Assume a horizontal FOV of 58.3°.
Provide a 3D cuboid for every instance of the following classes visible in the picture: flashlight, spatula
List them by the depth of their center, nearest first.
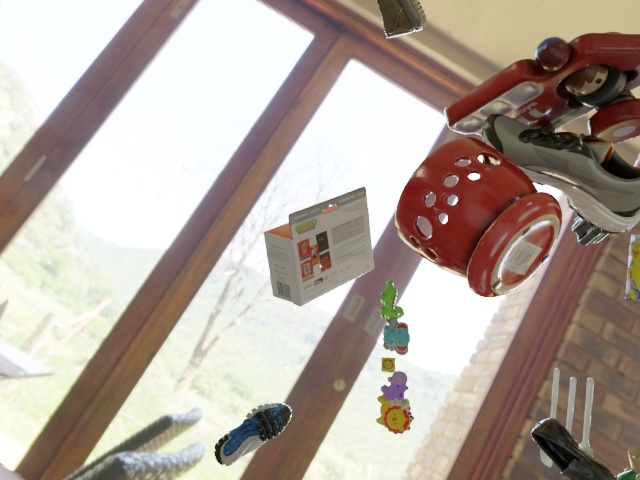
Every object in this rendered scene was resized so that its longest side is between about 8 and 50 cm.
[{"bbox_3d":[0.711,-0.108,1.334,0.103,0.103,0.304,-6,-28,-19],"label":"flashlight"},{"bbox_3d":[0.587,0.434,1.366,0.019,0.241,0.168,5,-2,-14],"label":"spatula"}]

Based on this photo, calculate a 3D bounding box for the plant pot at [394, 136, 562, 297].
[{"bbox_3d":[0.232,-0.029,0.824,0.174,0.191,0.191,42,-6,39],"label":"plant pot"}]

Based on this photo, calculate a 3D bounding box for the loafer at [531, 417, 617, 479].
[{"bbox_3d":[0.543,0.482,1.220,0.223,0.078,0.076,48,-42,33],"label":"loafer"}]

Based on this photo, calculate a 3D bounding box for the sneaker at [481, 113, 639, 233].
[{"bbox_3d":[0.370,-0.127,0.865,0.271,0.100,0.108,38,-39,25],"label":"sneaker"}]

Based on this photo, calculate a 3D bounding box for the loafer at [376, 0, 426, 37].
[{"bbox_3d":[0.099,-0.483,1.049,0.087,0.094,0.251,-26,-80,28],"label":"loafer"}]

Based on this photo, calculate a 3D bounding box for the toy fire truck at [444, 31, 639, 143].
[{"bbox_3d":[0.398,-0.248,0.974,0.254,0.169,0.302,5,-21,-37],"label":"toy fire truck"}]

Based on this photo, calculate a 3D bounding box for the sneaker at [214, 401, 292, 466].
[{"bbox_3d":[-0.129,0.389,1.180,0.071,0.191,0.083,59,17,19],"label":"sneaker"}]

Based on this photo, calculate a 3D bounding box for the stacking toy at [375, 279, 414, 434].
[{"bbox_3d":[0.122,0.191,0.906,0.052,0.221,0.167,0,-19,10],"label":"stacking toy"}]

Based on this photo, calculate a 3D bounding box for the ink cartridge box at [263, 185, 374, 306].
[{"bbox_3d":[0.000,0.000,1.659,0.130,0.309,0.271,15,-61,45],"label":"ink cartridge box"}]

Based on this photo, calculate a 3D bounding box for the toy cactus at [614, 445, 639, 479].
[{"bbox_3d":[0.796,0.562,1.399,0.219,0.112,0.180,-20,-63,27],"label":"toy cactus"}]

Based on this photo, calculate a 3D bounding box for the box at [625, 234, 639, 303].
[{"bbox_3d":[0.958,0.086,1.372,0.279,0.177,0.290,4,1,-18],"label":"box"}]
